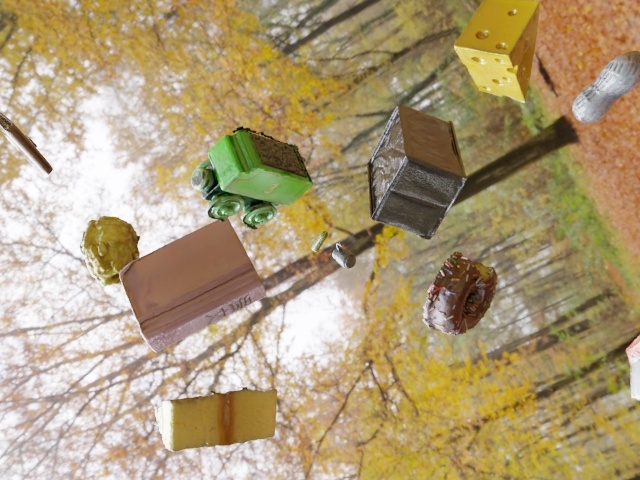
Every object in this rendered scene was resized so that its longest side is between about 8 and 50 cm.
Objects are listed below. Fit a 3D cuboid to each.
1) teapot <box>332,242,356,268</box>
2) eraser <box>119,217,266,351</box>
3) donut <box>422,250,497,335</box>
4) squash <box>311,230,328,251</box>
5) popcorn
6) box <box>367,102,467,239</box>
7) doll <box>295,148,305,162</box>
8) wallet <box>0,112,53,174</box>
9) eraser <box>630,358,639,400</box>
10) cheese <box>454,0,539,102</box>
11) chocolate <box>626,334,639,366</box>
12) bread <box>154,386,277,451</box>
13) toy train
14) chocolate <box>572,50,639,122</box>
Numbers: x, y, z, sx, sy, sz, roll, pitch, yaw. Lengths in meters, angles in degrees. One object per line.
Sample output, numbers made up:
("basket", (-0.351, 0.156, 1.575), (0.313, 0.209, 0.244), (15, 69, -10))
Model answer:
("teapot", (0.070, 0.050, 1.881), (0.063, 0.049, 0.083), (47, 173, -37))
("eraser", (-0.374, 0.122, 1.758), (0.272, 0.359, 0.122), (59, 169, 29))
("donut", (0.349, 0.139, 1.495), (0.096, 0.216, 0.230), (28, 174, 36))
("squash", (0.000, 0.000, 1.988), (0.027, 0.083, 0.027), (20, -145, -15))
("popcorn", (-0.682, 0.032, 2.008), (0.266, 0.192, 0.233), (-103, 0, -70))
("box", (0.292, -0.224, 1.896), (0.204, 0.251, 0.345), (18, -143, -12))
("doll", (-0.098, -0.172, 1.494), (0.057, 0.139, 0.165), (64, -179, -22))
("wallet", (-0.677, -0.223, 1.374), (0.118, 0.039, 0.152), (34, 162, 32))
("eraser", (0.705, 0.251, 1.063), (0.124, 0.279, 0.081), (18, -111, -19))
("cheese", (0.298, -0.295, 1.007), (0.126, 0.093, 0.171), (-58, -29, -19))
("chocolate", (0.846, 0.333, 1.391), (0.237, 0.108, 0.234), (6, -120, -14))
("bread", (-0.232, 0.400, 1.384), (0.266, 0.178, 0.141), (-2, -126, -26))
("toy train", (-0.148, -0.131, 1.296), (0.243, 0.188, 0.132), (10, -132, -50))
("chocolate", (0.572, -0.303, 1.203), (0.072, 0.167, 0.072), (20, -135, -21))
